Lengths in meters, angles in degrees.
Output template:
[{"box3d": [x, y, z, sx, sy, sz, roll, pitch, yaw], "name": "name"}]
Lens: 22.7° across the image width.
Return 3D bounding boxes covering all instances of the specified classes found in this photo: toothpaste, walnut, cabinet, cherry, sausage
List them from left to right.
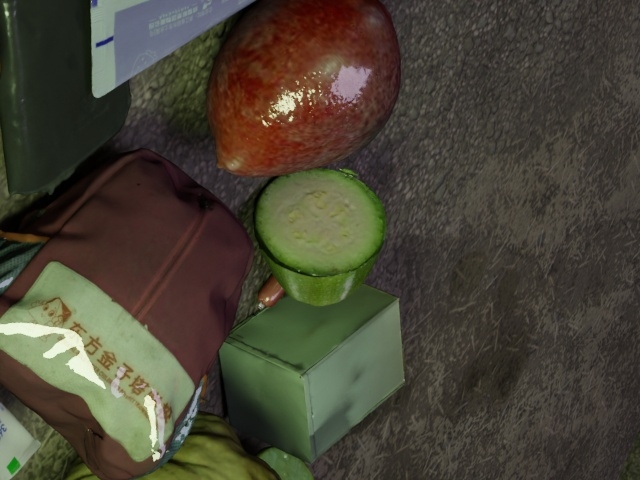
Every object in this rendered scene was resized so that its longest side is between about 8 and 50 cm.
[{"box3d": [-0.380, 0.132, 1.569, 0.301, 0.048, 0.075, 59, 33, -32], "name": "toothpaste"}, {"box3d": [-0.166, 0.339, 1.863, 0.282, 0.253, 0.277, -30, 124, 14], "name": "walnut"}, {"box3d": [-0.115, -0.277, 1.700, 0.371, 0.080, 0.125, -40, 147, -42], "name": "toothpaste"}, {"box3d": [-0.029, -0.184, 1.804, 0.239, 0.239, 0.206, -5, 76, -54], "name": "cherry"}, {"box3d": [-0.016, 0.005, 2.103, 0.223, 0.029, 0.029, -53, 146, -19], "name": "sausage"}, {"box3d": [-0.009, 0.159, 2.102, 0.206, 0.150, 0.145, -36, 132, -39], "name": "cabinet"}]

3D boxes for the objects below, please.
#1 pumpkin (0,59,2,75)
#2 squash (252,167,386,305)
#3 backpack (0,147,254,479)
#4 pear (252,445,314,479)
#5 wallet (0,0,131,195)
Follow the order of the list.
[{"box3d": [-0.390, -0.189, 1.367, 0.290, 0.095, 0.258, -24, 133, -42], "name": "pumpkin"}, {"box3d": [0.000, 0.000, 2.014, 0.170, 0.170, 0.123, -48, 158, -25], "name": "squash"}, {"box3d": [-0.217, 0.059, 1.686, 0.283, 0.197, 0.317, 45, 57, -21], "name": "backpack"}, {"box3d": [-0.105, 0.390, 2.146, 0.288, 0.139, 0.239, 23, 78, -55], "name": "pear"}, {"box3d": [-0.256, -0.234, 1.559, 0.197, 0.051, 0.377, -43, 143, -46], "name": "wallet"}]
